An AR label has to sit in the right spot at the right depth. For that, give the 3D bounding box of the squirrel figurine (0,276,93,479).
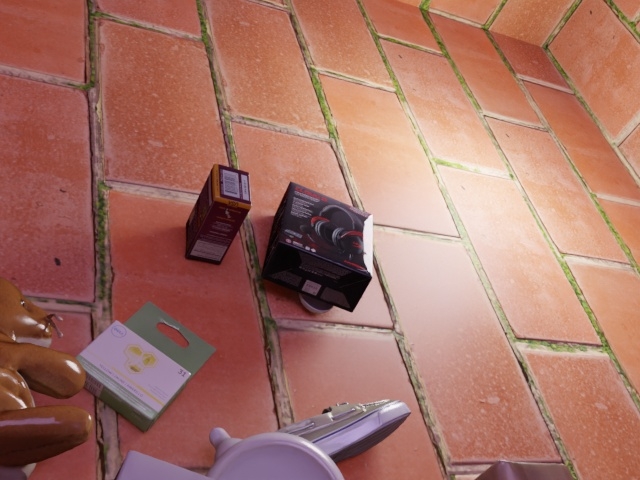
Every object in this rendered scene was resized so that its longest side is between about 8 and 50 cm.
[{"bbox_3d":[-0.537,0.184,1.041,0.396,0.281,0.371,11,37,-27],"label":"squirrel figurine"}]

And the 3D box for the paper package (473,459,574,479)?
[{"bbox_3d":[0.306,0.553,1.167,0.168,0.309,0.325,8,46,-26],"label":"paper package"}]

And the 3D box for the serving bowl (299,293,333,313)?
[{"bbox_3d":[-0.012,0.128,1.622,0.083,0.027,0.083,18,41,-17],"label":"serving bowl"}]

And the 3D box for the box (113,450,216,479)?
[{"bbox_3d":[-0.229,0.449,0.895,0.168,0.345,0.215,24,40,-11],"label":"box"}]

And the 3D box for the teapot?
[{"bbox_3d":[-0.070,0.429,1.162,0.252,0.187,0.256,7,70,-2],"label":"teapot"}]

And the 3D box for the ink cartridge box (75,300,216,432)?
[{"bbox_3d":[-0.305,0.205,1.331,0.171,0.056,0.235,35,41,4],"label":"ink cartridge box"}]

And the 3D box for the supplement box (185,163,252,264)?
[{"bbox_3d":[-0.215,-0.052,1.548,0.080,0.188,0.104,14,43,-22],"label":"supplement box"}]

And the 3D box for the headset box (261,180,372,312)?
[{"bbox_3d":[0.000,0.000,1.672,0.218,0.110,0.293,22,32,-9],"label":"headset box"}]

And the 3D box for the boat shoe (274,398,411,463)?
[{"bbox_3d":[0.039,0.345,1.371,0.302,0.109,0.094,-13,55,-38],"label":"boat shoe"}]
